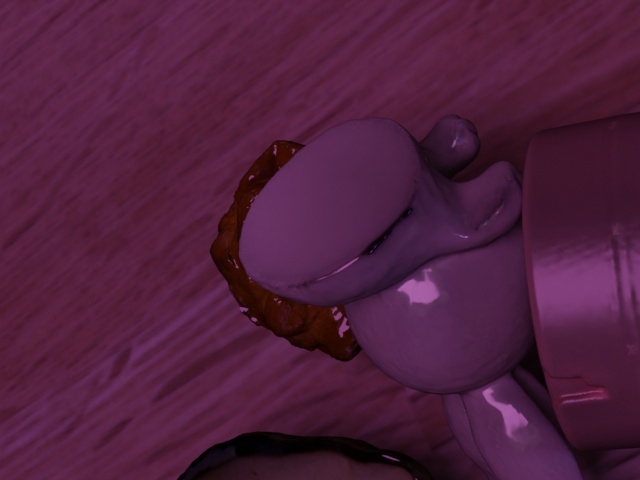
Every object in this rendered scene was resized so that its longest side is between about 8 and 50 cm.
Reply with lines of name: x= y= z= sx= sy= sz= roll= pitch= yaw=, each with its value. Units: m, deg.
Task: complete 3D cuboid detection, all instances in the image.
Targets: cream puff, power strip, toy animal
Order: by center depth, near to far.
power strip: x=0.144 y=0.017 z=0.878 sx=0.078 sy=0.154 sz=0.154 roll=-8 pitch=86 yaw=18
toy animal: x=0.076 y=0.040 z=0.919 sx=0.131 sy=0.221 sz=0.104 roll=-49 pitch=30 yaw=-12
cream puff: x=0.000 y=0.000 z=0.992 sx=0.094 sy=0.122 sz=0.116 roll=-48 pitch=36 yaw=17

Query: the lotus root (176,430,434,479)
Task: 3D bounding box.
lotus root: x=0.019 y=0.179 z=1.002 sx=0.203 sy=0.078 sz=0.183 roll=9 pitch=106 yaw=34
